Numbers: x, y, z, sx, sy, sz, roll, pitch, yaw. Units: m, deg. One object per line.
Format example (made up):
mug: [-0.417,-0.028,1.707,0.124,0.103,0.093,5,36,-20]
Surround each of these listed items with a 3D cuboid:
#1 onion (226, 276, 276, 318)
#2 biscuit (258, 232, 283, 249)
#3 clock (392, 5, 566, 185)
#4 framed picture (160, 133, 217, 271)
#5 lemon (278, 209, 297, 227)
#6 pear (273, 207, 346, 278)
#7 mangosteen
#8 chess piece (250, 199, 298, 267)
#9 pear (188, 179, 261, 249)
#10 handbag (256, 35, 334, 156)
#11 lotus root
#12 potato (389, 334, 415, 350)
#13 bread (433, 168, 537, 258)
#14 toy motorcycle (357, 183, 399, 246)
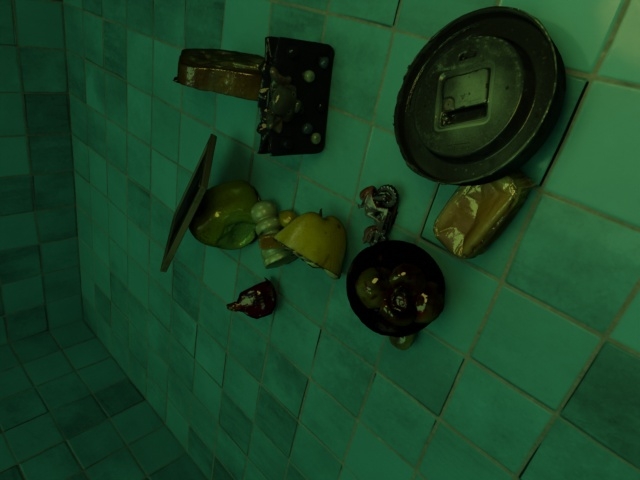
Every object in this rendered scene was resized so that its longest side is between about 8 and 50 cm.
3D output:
onion: [-0.259,0.247,1.738,0.135,0.198,0.173,57,152,6]
biscuit: [-0.119,-0.007,1.535,0.056,0.187,0.052,-119,23,-68]
clock: [0.335,-0.307,0.995,0.386,0.076,0.387,-8,78,46]
framed picture: [-0.489,-0.135,1.662,0.446,0.028,0.326,-53,28,34]
lemon: [-0.112,-0.073,1.585,0.092,0.065,0.065,40,127,31]
pear: [-0.001,-0.001,1.421,0.267,0.267,0.178,34,88,32]
mangosteen: [0.194,0.133,1.192,0.233,0.287,0.288,-47,69,30]
chess piece: [-0.178,-0.030,1.633,0.133,0.133,0.243,-33,72,44]
pear: [-0.368,-0.078,1.708,0.159,0.292,0.293,49,132,34]
handbag: [-0.079,-0.407,1.303,0.118,0.269,0.326,22,117,36]
lotus root: [-0.281,-0.521,1.405,0.390,0.375,0.111,24,124,23]
potato: [0.239,0.256,1.343,0.091,0.070,0.138,1,105,42]
bread: [0.385,-0.075,1.073,0.136,0.107,0.241,48,130,27]
toy motorcycle: [0.161,-0.072,1.311,0.118,0.084,0.213,24,124,28]
